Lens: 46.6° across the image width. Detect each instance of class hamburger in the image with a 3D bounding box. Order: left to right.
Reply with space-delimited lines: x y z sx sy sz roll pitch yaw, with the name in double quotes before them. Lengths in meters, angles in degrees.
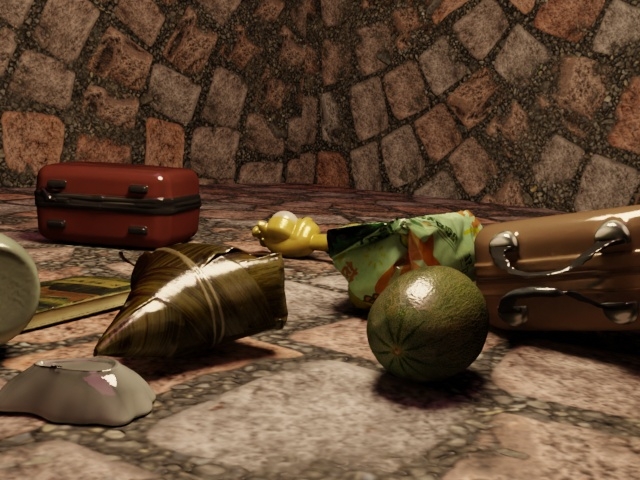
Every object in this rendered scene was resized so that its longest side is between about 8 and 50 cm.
"hamburger" 0.113 0.034 1.053 0.235 0.125 0.214 -26 -23 39

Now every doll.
"doll" 0.000 -0.001 1.424 0.291 0.086 0.117 5 -32 31

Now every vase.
"vase" -0.406 0.051 0.805 0.248 0.128 0.128 -1 3 43

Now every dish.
"dish" -0.210 0.121 0.634 0.137 0.039 0.091 4 8 -2

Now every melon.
"melon" 0.112 0.084 0.752 0.114 0.114 0.167 7 10 27

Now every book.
"book" -0.348 0.075 0.972 0.160 0.024 0.228 5 8 29

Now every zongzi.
"zongzi" -0.197 0.066 0.818 0.248 0.111 0.241 4 11 45

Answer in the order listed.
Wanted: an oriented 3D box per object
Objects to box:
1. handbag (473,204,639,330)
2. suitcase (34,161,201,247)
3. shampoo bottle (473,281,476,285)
"handbag" 0.327 0.034 0.906 0.283 0.149 0.302 -10 4 -45
"suitcase" -0.413 -0.078 1.543 0.297 0.161 0.236 4 8 10
"shampoo bottle" 0.226 0.037 1.236 0.162 0.079 0.079 8 10 30
